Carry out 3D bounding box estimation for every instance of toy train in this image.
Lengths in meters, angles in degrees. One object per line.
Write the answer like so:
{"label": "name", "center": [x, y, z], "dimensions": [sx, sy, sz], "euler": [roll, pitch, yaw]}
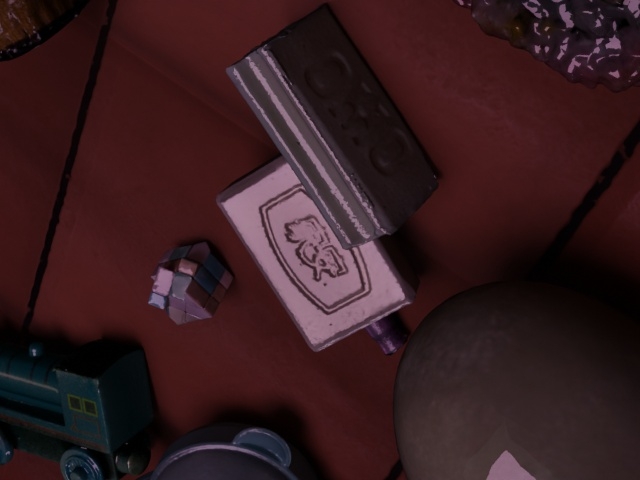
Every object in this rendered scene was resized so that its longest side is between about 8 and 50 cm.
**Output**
{"label": "toy train", "center": [-0.346, 0.207, 1.473], "dimensions": [0.298, 0.120, 0.194], "euler": [9, 116, 29]}

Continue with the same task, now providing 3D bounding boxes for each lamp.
{"label": "lamp", "center": [-0.123, 0.324, 1.373], "dimensions": [0.284, 0.147, 0.209], "euler": [-17, 111, 41]}

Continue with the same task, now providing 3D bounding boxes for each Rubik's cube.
{"label": "Rubik's cube", "center": [-0.150, 0.045, 1.252], "dimensions": [0.084, 0.075, 0.073], "euler": [-23, 124, 27]}

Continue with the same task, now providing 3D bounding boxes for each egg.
{"label": "egg", "center": [0.216, 0.191, 0.984], "dimensions": [0.352, 0.258, 0.258], "euler": [40, 133, -3]}

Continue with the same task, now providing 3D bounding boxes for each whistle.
{"label": "whistle", "center": [0.028, 0.041, 1.162], "dimensions": [0.033, 0.033, 0.176], "euler": [-30, 100, 42]}

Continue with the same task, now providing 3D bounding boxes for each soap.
{"label": "soap", "center": [0.015, -0.101, 1.021], "dimensions": [0.063, 0.114, 0.198], "euler": [-24, 105, 42]}
{"label": "soap", "center": [0.000, 0.000, 1.104], "dimensions": [0.121, 0.064, 0.183], "euler": [-30, 99, 18]}

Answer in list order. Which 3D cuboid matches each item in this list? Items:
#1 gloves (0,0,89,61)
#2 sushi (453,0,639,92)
{"label": "gloves", "center": [-0.323, -0.330, 1.020], "dimensions": [0.155, 0.203, 0.356], "euler": [5, 129, 21]}
{"label": "sushi", "center": [0.180, -0.235, 0.787], "dimensions": [0.270, 0.171, 0.236], "euler": [33, 132, 14]}
